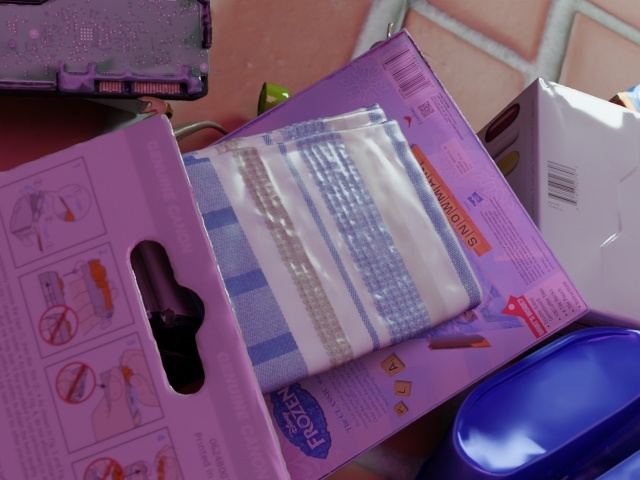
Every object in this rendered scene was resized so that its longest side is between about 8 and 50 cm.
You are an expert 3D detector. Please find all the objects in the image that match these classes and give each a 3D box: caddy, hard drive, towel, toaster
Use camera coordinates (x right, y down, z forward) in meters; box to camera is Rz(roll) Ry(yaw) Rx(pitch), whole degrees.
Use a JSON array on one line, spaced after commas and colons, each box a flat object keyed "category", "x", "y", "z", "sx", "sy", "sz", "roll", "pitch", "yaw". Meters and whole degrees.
[{"category": "caddy", "x": 0.244, "y": 0.239, "z": 1.146, "sx": 0.341, "sy": 0.179, "sz": 0.241, "roll": -23, "pitch": 56, "yaw": -32}, {"category": "hard drive", "x": -0.222, "y": -0.300, "z": 1.108, "sx": 0.237, "sy": 0.064, "sz": 0.339, "roll": -2, "pitch": 89, "yaw": -22}, {"category": "towel", "x": 0.000, "y": 0.000, "z": 0.998, "sx": 0.285, "sy": 0.034, "sz": 0.209, "roll": -18, "pitch": 77, "yaw": -42}, {"category": "toaster", "x": -0.159, "y": 0.067, "z": 0.988, "sx": 0.168, "sy": 0.186, "sz": 0.110, "roll": 20, "pitch": 44, "yaw": -61}]

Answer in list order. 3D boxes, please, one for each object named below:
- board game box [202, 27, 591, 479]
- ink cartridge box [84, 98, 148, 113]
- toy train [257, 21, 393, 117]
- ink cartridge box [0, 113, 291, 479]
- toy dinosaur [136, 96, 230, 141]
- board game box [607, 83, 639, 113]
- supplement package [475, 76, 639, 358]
[{"category": "board game box", "x": 0.029, "y": 0.018, "z": 1.124, "sx": 0.318, "sy": 0.066, "sz": 0.318, "roll": -31, "pitch": 81, "yaw": -5}, {"category": "ink cartridge box", "x": -0.232, "y": -0.201, "z": 1.188, "sx": 0.150, "sy": 0.063, "sz": 0.109, "roll": 14, "pitch": 60, "yaw": -20}, {"category": "toy train", "x": -0.001, "y": -0.138, "z": 1.262, "sx": 0.143, "sy": 0.105, "sz": 0.248, "roll": 9, "pitch": 61, "yaw": -8}, {"category": "ink cartridge box", "x": -0.238, "y": 0.116, "z": 0.890, "sx": 0.385, "sy": 0.091, "sz": 0.308, "roll": -21, "pitch": 73, "yaw": 2}, {"category": "toy dinosaur", "x": -0.159, "y": -0.093, "z": 1.154, "sx": 0.211, "sy": 0.112, "sz": 0.064, "roll": -33, "pitch": 87, "yaw": -28}, {"category": "board game box", "x": 0.486, "y": -0.082, "z": 1.520, "sx": 0.145, "sy": 0.027, "sz": 0.281, "roll": -24, "pitch": 78, "yaw": -35}, {"category": "supplement package", "x": 0.278, "y": -0.006, "z": 1.302, "sx": 0.204, "sy": 0.145, "sz": 0.262, "roll": 16, "pitch": 59, "yaw": -19}]
